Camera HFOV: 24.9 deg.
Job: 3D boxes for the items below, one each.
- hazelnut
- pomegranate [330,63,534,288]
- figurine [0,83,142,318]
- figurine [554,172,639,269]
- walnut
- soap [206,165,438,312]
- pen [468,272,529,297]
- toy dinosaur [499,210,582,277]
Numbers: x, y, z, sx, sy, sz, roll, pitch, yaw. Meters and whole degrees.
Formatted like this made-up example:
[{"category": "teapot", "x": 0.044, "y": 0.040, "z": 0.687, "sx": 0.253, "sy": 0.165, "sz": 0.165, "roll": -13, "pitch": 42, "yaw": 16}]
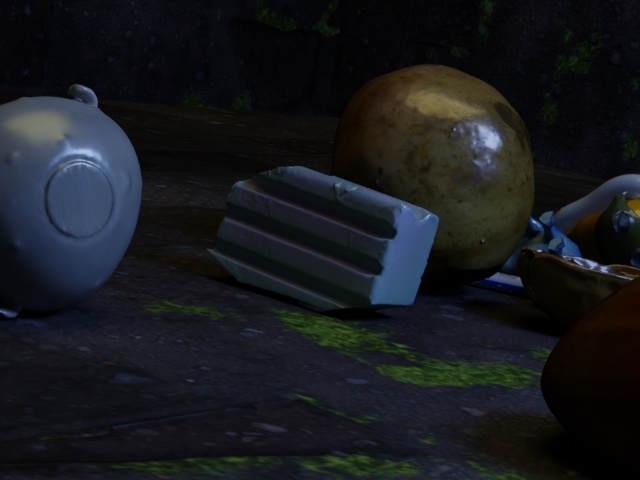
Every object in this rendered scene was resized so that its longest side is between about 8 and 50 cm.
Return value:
[{"category": "hazelnut", "x": 0.286, "y": 0.099, "z": 1.168, "sx": 0.212, "sy": 0.181, "sz": 0.181, "roll": -11, "pitch": 41, "yaw": -39}, {"category": "pomegranate", "x": 0.138, "y": -0.076, "z": 1.798, "sx": 0.281, "sy": 0.281, "sz": 0.281, "roll": 9, "pitch": 9, "yaw": -2}, {"category": "figurine", "x": -0.361, "y": -0.061, "z": 1.401, "sx": 0.394, "sy": 0.227, "sz": 0.274, "roll": 6, "pitch": -23, "yaw": 46}, {"category": "figurine", "x": 0.391, "y": 0.008, "z": 1.954, "sx": 0.250, "sy": 0.167, "sz": 0.141, "roll": -20, "pitch": 2, "yaw": 37}, {"category": "walnut", "x": 0.326, "y": 0.068, "z": 1.674, "sx": 0.211, "sy": 0.087, "sz": 0.167, "roll": 10, "pitch": 2, "yaw": -9}, {"category": "soap", "x": 0.000, "y": 0.000, "z": 1.611, "sx": 0.230, "sy": 0.145, "sz": 0.091, "roll": 22, "pitch": 5, "yaw": 34}, {"category": "pen", "x": 0.201, "y": 0.048, "z": 1.871, "sx": 0.204, "sy": 0.025, "sz": 0.025, "roll": 11, "pitch": 9, "yaw": 16}, {"category": "toy dinosaur", "x": 0.284, "y": 0.016, "z": 1.895, "sx": 0.329, "sy": 0.076, "sz": 0.144, "roll": 14, "pitch": -32, "yaw": 34}]
